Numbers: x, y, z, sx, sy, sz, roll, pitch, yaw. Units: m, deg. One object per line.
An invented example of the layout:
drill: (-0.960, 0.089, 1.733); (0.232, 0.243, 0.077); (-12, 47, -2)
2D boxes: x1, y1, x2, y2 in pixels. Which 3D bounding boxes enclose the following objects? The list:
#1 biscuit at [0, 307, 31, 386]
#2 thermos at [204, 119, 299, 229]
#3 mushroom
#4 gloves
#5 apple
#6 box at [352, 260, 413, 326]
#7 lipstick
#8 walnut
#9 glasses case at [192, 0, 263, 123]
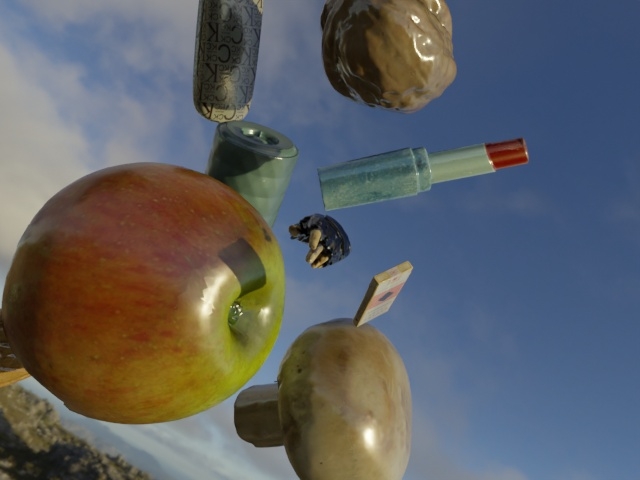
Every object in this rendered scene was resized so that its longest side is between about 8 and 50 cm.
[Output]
biscuit: (-0.474, 0.162, 0.787); (0.029, 0.142, 0.221); (38, -5, 26)
thermos: (-0.155, -0.053, 0.920); (0.145, 0.182, 0.286); (36, -63, 29)
mushroom: (-0.008, 0.265, 0.824); (0.290, 0.292, 0.292); (-12, -44, 22)
gloves: (0.000, 0.000, 1.271); (0.164, 0.124, 0.203); (27, 4, -4)
apple: (-0.213, 0.072, 0.696); (0.339, 0.339, 0.339); (24, -27, 13)
box: (0.062, 0.056, 0.543); (0.012, 0.046, 0.083); (53, -32, 27)
lipstick: (0.135, -0.092, 0.684); (0.274, 0.061, 0.068); (-11, -19, 3)
walnut: (0.118, -0.358, 0.964); (0.227, 0.273, 0.273); (-13, -48, 38)
glasses case: (-0.204, -0.436, 1.164); (0.137, 0.355, 0.085); (-3, 17, -41)
